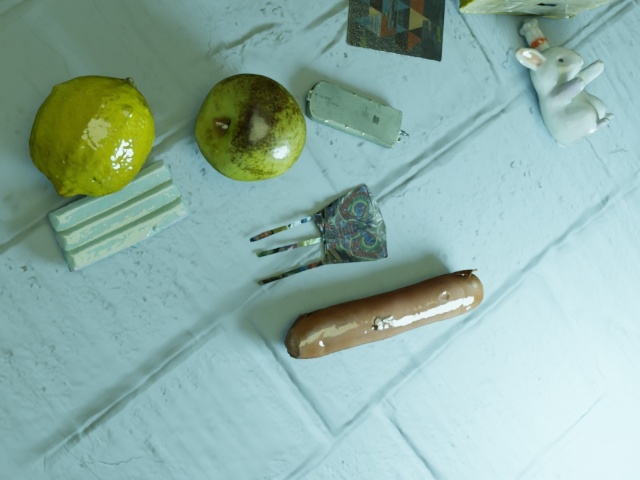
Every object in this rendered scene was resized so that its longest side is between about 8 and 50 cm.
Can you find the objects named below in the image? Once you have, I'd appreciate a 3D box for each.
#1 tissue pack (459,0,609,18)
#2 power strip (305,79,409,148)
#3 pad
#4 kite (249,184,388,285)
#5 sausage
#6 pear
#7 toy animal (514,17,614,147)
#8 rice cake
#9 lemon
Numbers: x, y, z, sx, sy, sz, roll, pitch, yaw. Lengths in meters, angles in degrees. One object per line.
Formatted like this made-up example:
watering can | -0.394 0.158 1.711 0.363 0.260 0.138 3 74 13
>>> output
tissue pack | 0.435 -0.661 1.715 0.293 0.228 0.382 -1 87 -17
power strip | 0.074 -0.244 1.675 0.227 0.029 0.080 19 80 -17
pad | 0.156 -0.446 1.725 0.211 0.003 0.143 5 86 -20
kite | 0.000 0.000 1.646 0.285 0.015 0.152 -19 94 -19
sausage | 0.128 0.141 1.645 0.419 0.094 0.094 -14 70 -19
pear | -0.117 -0.198 1.526 0.197 0.197 0.197 1 88 -19
toy animal | 0.507 -0.337 1.771 0.140 0.138 0.282 -37 107 -53
rice cake | -0.354 -0.042 1.508 0.237 0.043 0.127 -26 96 -18
lemon | -0.381 -0.176 1.426 0.192 0.192 0.231 32 81 -16
